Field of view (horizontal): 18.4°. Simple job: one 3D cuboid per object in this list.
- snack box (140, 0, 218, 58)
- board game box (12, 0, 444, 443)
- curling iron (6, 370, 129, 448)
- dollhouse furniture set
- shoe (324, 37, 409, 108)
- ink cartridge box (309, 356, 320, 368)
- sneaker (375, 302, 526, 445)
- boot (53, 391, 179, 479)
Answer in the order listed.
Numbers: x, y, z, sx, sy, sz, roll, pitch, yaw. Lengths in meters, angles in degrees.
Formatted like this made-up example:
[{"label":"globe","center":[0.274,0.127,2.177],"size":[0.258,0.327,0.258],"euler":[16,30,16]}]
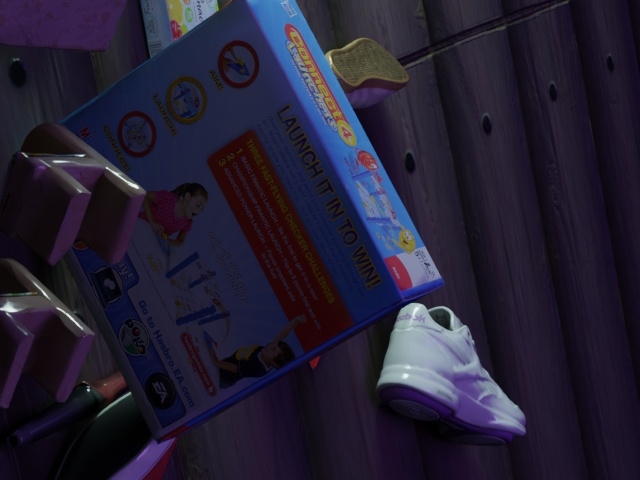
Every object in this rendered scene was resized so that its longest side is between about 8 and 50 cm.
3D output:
[{"label":"snack box","center":[-0.150,-0.257,2.081],"size":[0.100,0.037,0.141],"euler":[-21,103,-60]},{"label":"board game box","center":[-0.090,-0.020,1.792],"size":[0.086,0.302,0.308],"euler":[-15,76,-60]},{"label":"curling iron","center":[-0.216,0.140,1.895],"size":[0.274,0.035,0.068],"euler":[-30,148,-54]},{"label":"dollhouse furniture set","center":[-0.338,-0.089,1.492],"size":[0.362,0.256,0.394],"euler":[-1,121,-48]},{"label":"shoe","center":[0.040,-0.199,2.389],"size":[0.076,0.058,0.219],"euler":[55,24,11]},{"label":"ink cartridge box","center":[0.000,0.000,2.279],"size":[0.232,0.066,0.189],"euler":[61,37,-27]},{"label":"sneaker","center":[0.181,0.172,2.496],"size":[0.305,0.114,0.152],"euler":[34,57,-53]},{"label":"boot","center":[-0.181,0.275,1.880],"size":[0.244,0.088,0.176],"euler":[-58,135,-29]}]
